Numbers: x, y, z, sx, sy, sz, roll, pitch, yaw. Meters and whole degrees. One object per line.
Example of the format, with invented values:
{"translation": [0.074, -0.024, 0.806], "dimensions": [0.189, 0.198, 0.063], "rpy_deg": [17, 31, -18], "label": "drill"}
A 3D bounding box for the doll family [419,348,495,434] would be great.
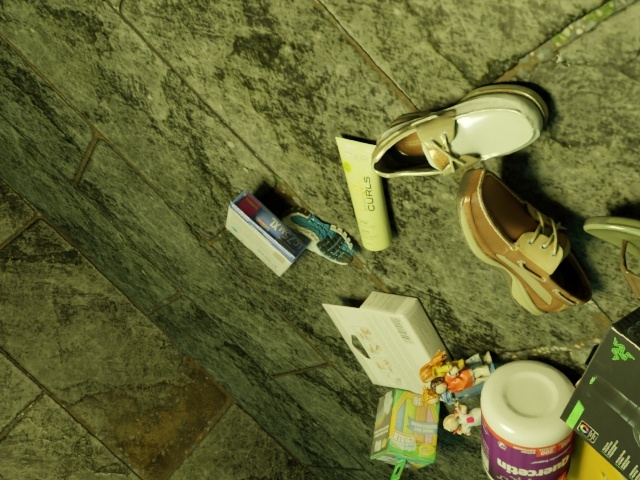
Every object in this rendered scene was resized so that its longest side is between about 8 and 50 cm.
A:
{"translation": [0.299, 0.317, 1.547], "dimensions": [0.163, 0.118, 0.263], "rpy_deg": [-15, 135, 9], "label": "doll family"}

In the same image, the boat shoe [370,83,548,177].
{"translation": [0.199, -0.147, 1.070], "dimensions": [0.113, 0.103, 0.302], "rpy_deg": [52, 149, -19], "label": "boat shoe"}

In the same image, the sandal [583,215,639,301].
{"translation": [0.496, 0.066, 0.992], "dimensions": [0.303, 0.086, 0.120], "rpy_deg": [39, 174, 0], "label": "sandal"}

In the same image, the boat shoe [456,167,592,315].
{"translation": [0.327, 0.002, 1.106], "dimensions": [0.120, 0.122, 0.324], "rpy_deg": [-7, 141, 41], "label": "boat shoe"}

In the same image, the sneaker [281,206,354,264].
{"translation": [0.000, 0.000, 1.561], "dimensions": [0.191, 0.071, 0.083], "rpy_deg": [36, 158, 26], "label": "sneaker"}

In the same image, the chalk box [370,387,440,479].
{"translation": [0.213, 0.501, 1.799], "dimensions": [0.132, 0.213, 0.132], "rpy_deg": [15, 153, -9], "label": "chalk box"}

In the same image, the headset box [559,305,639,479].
{"translation": [0.535, 0.259, 1.084], "dimensions": [0.283, 0.131, 0.246], "rpy_deg": [45, 144, 33], "label": "headset box"}

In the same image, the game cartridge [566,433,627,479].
{"translation": [0.574, 0.498, 1.405], "dimensions": [0.323, 0.053, 0.285], "rpy_deg": [74, 176, -47], "label": "game cartridge"}

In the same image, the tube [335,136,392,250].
{"translation": [0.087, -0.087, 1.339], "dimensions": [0.070, 0.062, 0.240], "rpy_deg": [-11, 129, 5], "label": "tube"}

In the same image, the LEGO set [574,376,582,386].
{"translation": [0.603, 0.309, 1.257], "dimensions": [0.287, 0.107, 0.132], "rpy_deg": [1, 98, 56], "label": "LEGO set"}

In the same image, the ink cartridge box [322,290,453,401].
{"translation": [0.174, 0.245, 1.678], "dimensions": [0.261, 0.066, 0.296], "rpy_deg": [4, 134, 48], "label": "ink cartridge box"}

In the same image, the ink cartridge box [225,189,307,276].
{"translation": [-0.127, -0.014, 1.608], "dimensions": [0.186, 0.065, 0.311], "rpy_deg": [42, 169, 0], "label": "ink cartridge box"}

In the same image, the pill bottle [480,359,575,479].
{"translation": [0.418, 0.398, 1.438], "dimensions": [0.182, 0.181, 0.322], "rpy_deg": [22, 145, 31], "label": "pill bottle"}
